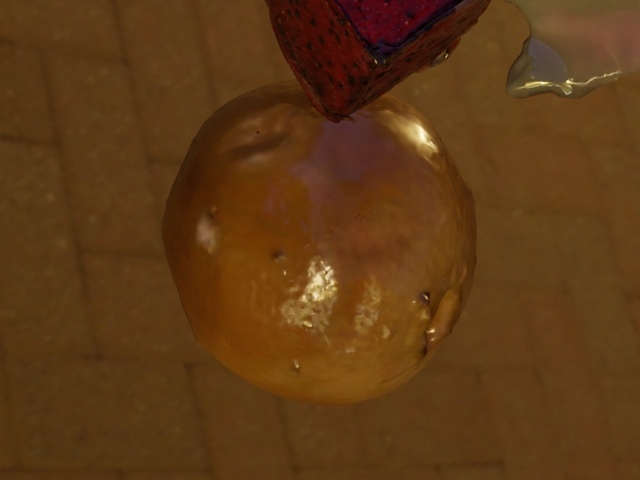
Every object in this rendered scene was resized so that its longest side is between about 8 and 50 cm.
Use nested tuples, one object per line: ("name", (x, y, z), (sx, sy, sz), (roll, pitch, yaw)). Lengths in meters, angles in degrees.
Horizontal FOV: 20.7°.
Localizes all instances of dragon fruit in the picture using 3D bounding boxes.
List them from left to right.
("dragon fruit", (0.025, -0.177, 1.159), (0.120, 0.127, 0.161), (-36, 91, -27))

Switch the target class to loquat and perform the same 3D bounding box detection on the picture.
("loquat", (0.000, 0.000, 1.707), (0.328, 0.328, 0.328), (27, 48, -34))

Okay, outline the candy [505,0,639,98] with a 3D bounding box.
("candy", (0.172, -0.176, 0.799), (0.137, 0.195, 0.185), (52, 47, -20))
